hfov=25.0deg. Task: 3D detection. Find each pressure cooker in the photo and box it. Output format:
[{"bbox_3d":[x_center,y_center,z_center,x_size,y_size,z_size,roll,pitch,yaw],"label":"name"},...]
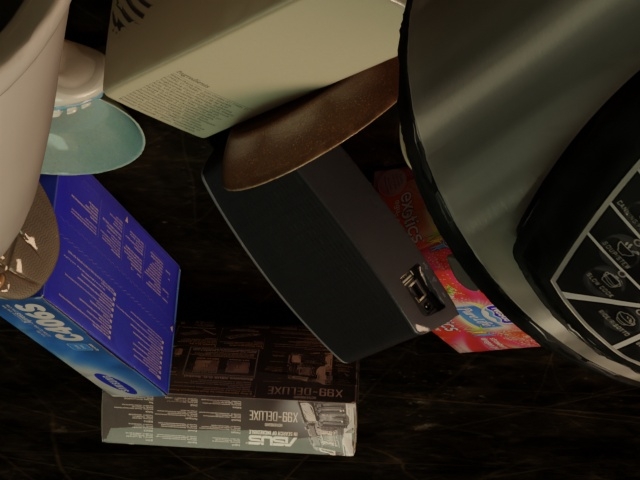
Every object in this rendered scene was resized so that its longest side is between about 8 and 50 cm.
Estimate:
[{"bbox_3d":[0.279,-0.131,0.782,0.370,0.375,0.420,-13,169,-33],"label":"pressure cooker"}]

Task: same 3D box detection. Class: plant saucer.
[{"bbox_3d":[-0.257,-0.115,1.327,0.195,0.037,0.195,2,159,1],"label":"plant saucer"},{"bbox_3d":[-0.004,-0.111,1.162,0.199,0.198,0.036,-18,111,43],"label":"plant saucer"}]

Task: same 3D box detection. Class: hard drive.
[{"bbox_3d":[0.000,0.000,1.363,0.254,0.054,0.172,53,143,-7],"label":"hard drive"}]

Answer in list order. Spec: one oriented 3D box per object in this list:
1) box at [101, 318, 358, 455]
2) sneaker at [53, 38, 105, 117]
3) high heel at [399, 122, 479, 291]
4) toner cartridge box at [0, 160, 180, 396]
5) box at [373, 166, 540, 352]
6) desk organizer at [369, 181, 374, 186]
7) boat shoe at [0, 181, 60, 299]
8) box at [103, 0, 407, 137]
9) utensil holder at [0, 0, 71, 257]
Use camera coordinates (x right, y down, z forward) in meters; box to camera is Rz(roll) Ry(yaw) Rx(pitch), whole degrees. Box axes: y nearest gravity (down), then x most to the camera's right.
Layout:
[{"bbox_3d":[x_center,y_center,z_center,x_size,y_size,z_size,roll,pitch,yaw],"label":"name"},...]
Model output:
[{"bbox_3d":[-0.104,0.178,1.818,0.307,0.076,0.242,3,-161,0],"label":"box"},{"bbox_3d":[-0.265,-0.155,1.191,0.191,0.071,0.083,6,151,-10],"label":"sneaker"},{"bbox_3d":[0.166,-0.103,1.292,0.093,0.186,0.261,25,144,43],"label":"high heel"},{"bbox_3d":[-0.249,0.044,1.560,0.075,0.165,0.348,-2,157,15],"label":"toner cartridge box"},{"bbox_3d":[0.158,0.022,1.497,0.128,0.122,0.257,-7,156,25],"label":"box"},{"bbox_3d":[0.041,-0.013,1.524,0.047,0.050,0.130,2,159,4],"label":"desk organizer"},{"bbox_3d":[-0.381,-0.079,1.274,0.355,0.132,0.130,43,163,-22],"label":"boat shoe"},{"bbox_3d":[-0.037,-0.170,1.081,0.275,0.094,0.113,-18,151,41],"label":"box"},{"bbox_3d":[-0.322,-0.135,0.919,0.328,0.327,0.385,7,161,-11],"label":"utensil holder"}]
